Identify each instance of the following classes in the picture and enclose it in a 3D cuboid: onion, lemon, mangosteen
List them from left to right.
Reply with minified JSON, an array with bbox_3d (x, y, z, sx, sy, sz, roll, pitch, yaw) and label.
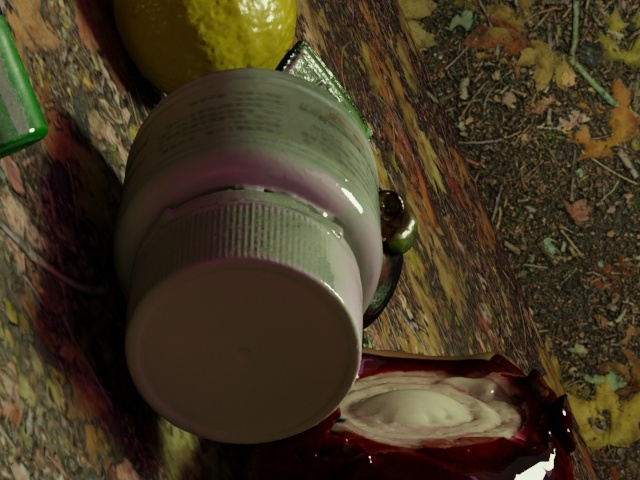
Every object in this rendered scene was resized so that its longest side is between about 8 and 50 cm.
[{"bbox_3d":[-0.124,-0.249,1.817,0.192,0.192,0.231,-81,153,-65],"label":"lemon"},{"bbox_3d":[-0.011,0.001,1.797,0.216,0.216,0.216,60,16,-29],"label":"mangosteen"},{"bbox_3d":[0.078,0.257,1.589,0.341,0.341,0.341,60,16,-29],"label":"onion"}]

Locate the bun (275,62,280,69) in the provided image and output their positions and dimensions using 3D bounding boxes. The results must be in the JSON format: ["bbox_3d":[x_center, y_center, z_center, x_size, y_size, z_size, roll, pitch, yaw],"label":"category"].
[{"bbox_3d":[-0.038,-0.133,2.091,0.222,0.127,0.222,-22,90,-78],"label":"bun"}]

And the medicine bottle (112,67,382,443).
[{"bbox_3d":[-0.065,0.011,1.531,0.241,0.241,0.302,59,17,-30],"label":"medicine bottle"}]

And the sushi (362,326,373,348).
[{"bbox_3d":[0.030,0.083,2.183,0.193,0.043,0.279,66,14,-5],"label":"sushi"}]

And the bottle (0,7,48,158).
[{"bbox_3d":[-0.306,-0.215,1.285,0.330,0.093,0.093,67,14,-3],"label":"bottle"}]

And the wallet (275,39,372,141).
[{"bbox_3d":[-0.040,-0.096,1.960,0.160,0.055,0.236,55,52,-32],"label":"wallet"}]
